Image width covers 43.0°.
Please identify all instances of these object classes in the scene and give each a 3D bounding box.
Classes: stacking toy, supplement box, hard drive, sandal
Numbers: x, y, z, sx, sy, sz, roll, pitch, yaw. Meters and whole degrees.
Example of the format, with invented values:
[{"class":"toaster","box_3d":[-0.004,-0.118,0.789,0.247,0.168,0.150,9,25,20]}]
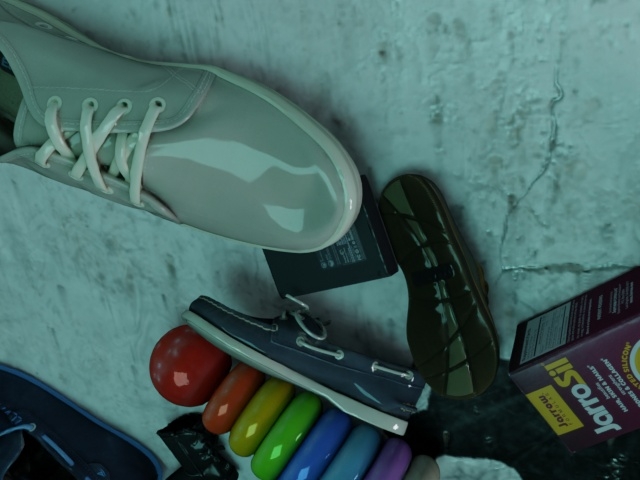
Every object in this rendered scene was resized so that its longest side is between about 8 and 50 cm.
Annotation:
[{"class":"stacking toy","box_3d":[-0.041,0.204,0.874,0.330,0.141,0.141,35,125,8]},{"class":"supplement box","box_3d":[0.272,0.094,0.704,0.188,0.081,0.104,-34,103,33]},{"class":"hard drive","box_3d":[0.000,0.000,0.767,0.135,0.022,0.094,-14,99,38]},{"class":"sandal","box_3d":[0.115,0.041,0.753,0.090,0.060,0.220,-16,96,38]}]

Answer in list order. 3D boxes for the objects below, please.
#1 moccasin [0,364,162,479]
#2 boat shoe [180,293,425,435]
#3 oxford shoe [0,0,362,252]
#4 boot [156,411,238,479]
[{"class":"moccasin","box_3d":[-0.368,0.256,1.024,0.341,0.117,0.138,20,123,10]},{"class":"boat shoe","box_3d":[-0.013,0.109,0.811,0.254,0.095,0.079,26,81,-1]},{"class":"oxford shoe","box_3d":[-0.180,-0.094,0.732,0.449,0.130,0.169,24,121,10]},{"class":"boot","box_3d":[-0.167,0.268,0.997,0.121,0.045,0.099,-21,111,22]}]
